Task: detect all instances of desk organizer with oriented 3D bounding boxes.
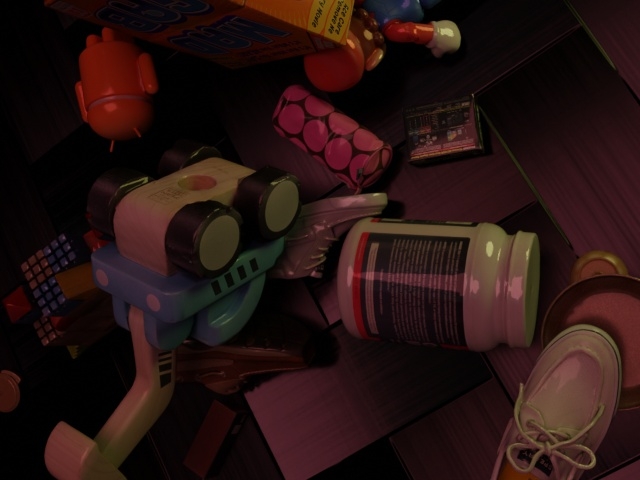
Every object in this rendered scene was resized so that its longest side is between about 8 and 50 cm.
[{"bbox_3d":[-0.180,0.339,1.387,0.050,0.047,0.130,28,94,24],"label":"desk organizer"}]

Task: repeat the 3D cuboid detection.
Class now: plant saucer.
[{"bbox_3d":[0.416,0.055,1.205,0.083,0.015,0.083,-3,83,21],"label":"plant saucer"},{"bbox_3d":[0.424,0.146,1.172,0.199,0.036,0.198,1,93,23],"label":"plant saucer"}]

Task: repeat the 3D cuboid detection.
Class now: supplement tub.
[{"bbox_3d":[0.177,0.065,1.202,0.272,0.191,0.191,4,85,22],"label":"supplement tub"}]

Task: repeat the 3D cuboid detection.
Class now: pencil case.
[{"bbox_3d":[0.014,-0.170,1.349,0.209,0.095,0.098,39,114,22],"label":"pencil case"}]

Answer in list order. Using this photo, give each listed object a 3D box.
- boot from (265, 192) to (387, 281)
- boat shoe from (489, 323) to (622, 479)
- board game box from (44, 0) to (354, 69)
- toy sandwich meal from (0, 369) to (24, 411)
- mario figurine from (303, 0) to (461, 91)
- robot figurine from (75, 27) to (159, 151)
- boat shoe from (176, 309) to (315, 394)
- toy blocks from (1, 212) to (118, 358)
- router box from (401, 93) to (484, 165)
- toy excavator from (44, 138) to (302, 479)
[{"bbox_3d":[0.000,0.000,1.341,0.258,0.095,0.123,-12,86,28],"label":"boot"},{"bbox_3d":[0.306,0.292,1.122,0.136,0.156,0.367,28,102,19],"label":"boat shoe"},{"bbox_3d":[-0.169,-0.501,1.240,0.356,0.356,0.356,8,87,55],"label":"board game box"},{"bbox_3d":[-0.611,0.291,1.569,0.086,0.029,0.085,2,95,17],"label":"toy sandwich meal"},{"bbox_3d":[0.108,-0.363,1.338,0.320,0.170,0.198,-40,35,2],"label":"mario figurine"},{"bbox_3d":[-0.376,-0.279,1.489,0.158,0.128,0.219,-9,79,-8],"label":"robot figurine"},{"bbox_3d":[-0.160,0.193,1.370,0.324,0.122,0.119,1,115,24],"label":"boat shoe"},{"bbox_3d":[-0.385,0.064,1.381,0.381,0.261,0.190,-36,73,14],"label":"toy blocks"},{"bbox_3d":[0.198,-0.177,1.303,0.123,0.038,0.092,-8,81,20],"label":"router box"},{"bbox_3d":[-0.230,0.122,1.225,0.222,0.433,0.445,20,124,31],"label":"toy excavator"}]
